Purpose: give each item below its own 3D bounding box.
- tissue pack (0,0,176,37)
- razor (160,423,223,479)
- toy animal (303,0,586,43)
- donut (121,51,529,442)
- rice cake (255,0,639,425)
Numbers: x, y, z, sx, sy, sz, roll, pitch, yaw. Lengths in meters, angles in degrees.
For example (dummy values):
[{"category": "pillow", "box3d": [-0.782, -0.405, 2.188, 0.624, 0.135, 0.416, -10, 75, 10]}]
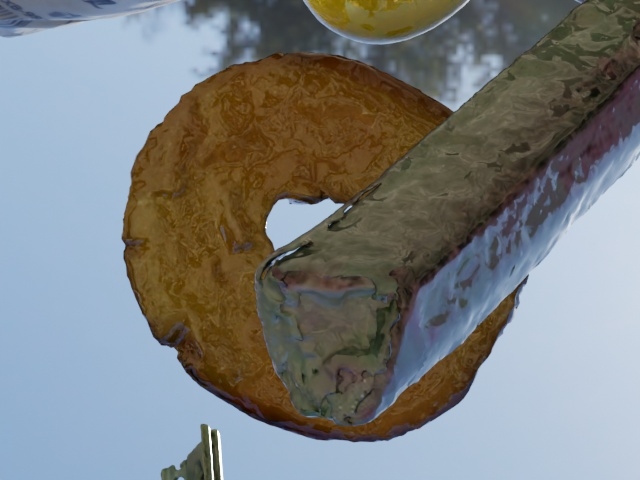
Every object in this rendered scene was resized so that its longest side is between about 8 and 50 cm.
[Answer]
[{"category": "tissue pack", "box3d": [-0.209, -0.273, 1.021, 0.390, 0.375, 0.195, 4, -113, 48]}, {"category": "razor", "box3d": [-0.155, 0.140, 0.789, 0.232, 0.068, 0.106, 6, -120, -22]}, {"category": "toy animal", "box3d": [0.081, -0.283, 1.106, 0.345, 0.246, 0.277, 20, -124, 46]}, {"category": "donut", "box3d": [0.000, 0.000, 0.752, 0.178, 0.162, 0.065, 36, 180, -7]}, {"category": "rice cake", "box3d": [0.053, -0.025, 0.385, 0.033, 0.033, 0.208, 15, -143, 32]}]
